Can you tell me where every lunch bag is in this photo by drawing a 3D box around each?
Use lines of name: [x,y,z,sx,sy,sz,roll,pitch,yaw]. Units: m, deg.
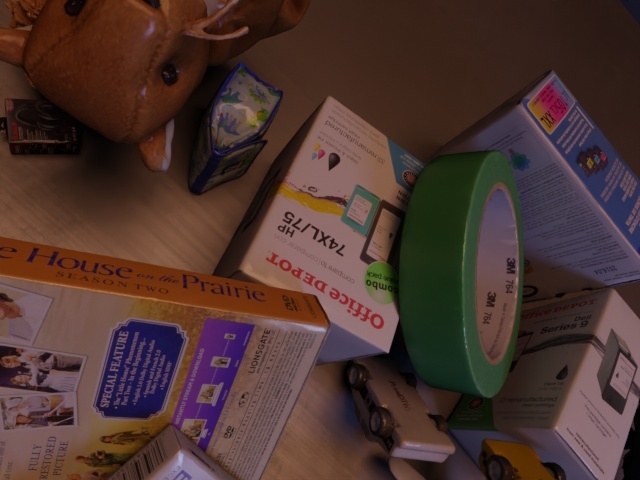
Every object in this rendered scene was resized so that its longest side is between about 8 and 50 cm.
lunch bag: [-0.129,-0.146,0.638,0.096,0.129,0.151,32,59,-14]

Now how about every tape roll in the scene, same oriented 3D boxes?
tape roll: [0.207,0.042,0.617,0.321,0.077,0.321,-4,95,-55]

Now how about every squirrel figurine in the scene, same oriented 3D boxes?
squirrel figurine: [-0.184,-0.248,0.511,0.281,0.397,0.370,36,58,-33]

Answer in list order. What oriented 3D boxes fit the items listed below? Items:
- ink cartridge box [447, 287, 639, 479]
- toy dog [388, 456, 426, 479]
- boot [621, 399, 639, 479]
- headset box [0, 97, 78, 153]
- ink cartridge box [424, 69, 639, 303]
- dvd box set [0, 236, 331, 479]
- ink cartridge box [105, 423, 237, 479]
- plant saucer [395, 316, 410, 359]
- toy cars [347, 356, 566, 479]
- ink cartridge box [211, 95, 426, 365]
ink cartridge box: [0.368,0.228,0.726,0.121,0.211,0.289,50,56,-3]
toy dog: [0.091,0.396,0.571,0.334,0.161,0.220,26,67,-34]
boot: [0.538,0.303,0.692,0.367,0.146,0.445,29,86,-50]
headset box: [-0.355,-0.143,0.572,0.083,0.032,0.062,-5,75,-31]
ink cartridge box: [0.393,-0.048,0.800,0.151,0.270,0.395,-40,94,-30]
dvd box set: [-0.236,0.152,0.403,0.420,0.062,0.307,13,112,-24]
ink cartridge box: [-0.155,0.315,0.415,0.223,0.045,0.224,-40,122,-14]
plant saucer: [0.201,0.082,0.739,0.311,0.050,0.310,9,77,-42]
toy cars: [0.174,0.284,0.572,0.394,0.087,0.176,28,15,28]
ink cartridge box: [0.000,0.000,0.614,0.198,0.197,0.270,31,60,-15]
